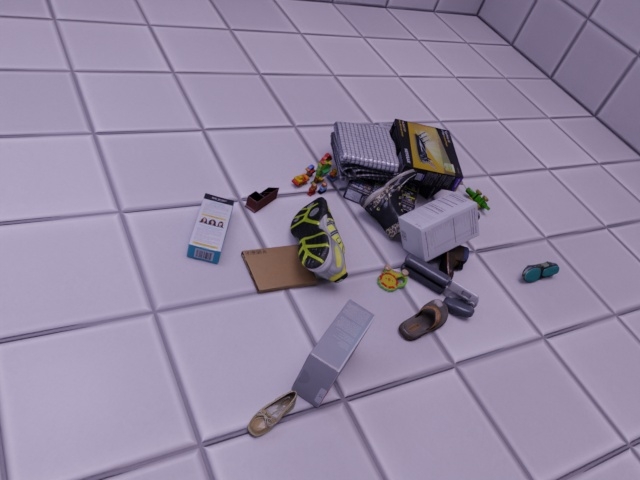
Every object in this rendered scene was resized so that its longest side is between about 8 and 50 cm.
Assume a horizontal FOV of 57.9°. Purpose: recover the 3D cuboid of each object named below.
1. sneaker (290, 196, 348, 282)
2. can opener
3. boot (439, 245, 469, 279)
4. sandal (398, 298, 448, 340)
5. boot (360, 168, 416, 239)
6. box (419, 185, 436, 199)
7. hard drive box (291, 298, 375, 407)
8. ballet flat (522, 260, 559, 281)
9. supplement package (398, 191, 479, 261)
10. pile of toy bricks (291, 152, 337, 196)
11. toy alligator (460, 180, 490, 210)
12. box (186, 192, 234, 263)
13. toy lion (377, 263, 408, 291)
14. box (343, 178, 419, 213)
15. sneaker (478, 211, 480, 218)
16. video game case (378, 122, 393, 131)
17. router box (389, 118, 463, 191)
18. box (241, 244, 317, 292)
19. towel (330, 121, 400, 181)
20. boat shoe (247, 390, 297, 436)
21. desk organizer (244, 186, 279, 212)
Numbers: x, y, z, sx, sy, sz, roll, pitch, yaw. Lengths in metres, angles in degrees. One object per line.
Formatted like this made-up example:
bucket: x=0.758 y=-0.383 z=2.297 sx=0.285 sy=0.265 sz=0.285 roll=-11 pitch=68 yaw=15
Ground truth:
sneaker: x=0.000 y=0.000 z=1.897 sx=0.147 sy=0.145 sz=0.384 roll=46 pitch=23 yaw=-30
can opener: x=0.391 y=0.153 z=1.920 sx=0.283 sy=0.076 sz=0.095 roll=31 pitch=42 yaw=12
boot: x=0.478 y=0.072 z=2.036 sx=0.106 sy=0.082 sz=0.219 roll=15 pitch=40 yaw=-4
sandal: x=0.331 y=0.240 z=1.815 sx=0.219 sy=0.060 sz=0.090 roll=-20 pitch=57 yaw=-37
boot: x=0.285 y=-0.132 z=2.092 sx=0.236 sy=0.085 sz=0.178 roll=-35 pitch=82 yaw=-9
box: x=0.413 y=-0.286 z=2.359 sx=0.207 sy=0.108 sz=0.153 roll=40 pitch=45 yaw=18
hard drive box: x=0.035 y=0.298 z=1.541 sx=0.089 sy=0.181 sz=0.232 roll=33 pitch=44 yaw=10
ballet flat: x=0.803 y=0.113 z=2.156 sx=0.188 sy=0.070 sz=0.070 roll=-4 pitch=48 yaw=-29
supplement package: x=0.415 y=-0.050 z=2.019 sx=0.244 sy=0.139 sz=0.134 roll=-24 pitch=31 yaw=-19
pile of toy bricks: x=0.001 y=-0.258 z=2.159 sx=0.118 sy=0.105 sz=0.212 roll=40 pitch=45 yaw=19
toy alligator: x=0.637 y=-0.184 z=2.395 sx=0.189 sy=0.056 sz=0.051 roll=50 pitch=7 yaw=29
box: x=-0.344 y=-0.041 z=1.822 sx=0.101 sy=0.060 sz=0.244 roll=15 pitch=42 yaw=-9
toy lion: x=0.239 y=0.131 z=1.915 sx=0.100 sy=0.034 sz=0.096 roll=16 pitch=49 yaw=-7
box: x=0.241 y=-0.196 z=2.231 sx=0.270 sy=0.060 sz=0.216 roll=22 pitch=41 yaw=-1
sneaker: x=0.539 y=-0.046 z=2.189 sx=0.215 sy=0.084 sz=0.083 roll=-31 pitch=62 yaw=-30
video game case: x=0.376 y=-0.458 z=2.587 sx=0.201 sy=0.023 sz=0.183 roll=1 pitch=46 yaw=-23
router box: x=0.408 y=-0.338 z=2.270 sx=0.243 sy=0.081 sz=0.308 roll=10 pitch=45 yaw=-13
box: x=-0.129 y=0.085 z=1.811 sx=0.201 sy=0.021 sz=0.164 roll=-6 pitch=49 yaw=-28
towel: x=0.167 y=-0.333 z=2.211 sx=0.235 sy=0.121 sz=0.283 roll=7 pitch=41 yaw=-14
boat shoe: x=-0.118 y=0.427 z=1.440 sx=0.153 sy=0.048 sz=0.056 roll=-25 pitch=60 yaw=-40
desk organizer: x=-0.201 y=-0.151 z=2.003 sx=0.047 sy=0.050 sz=0.130 roll=35 pitch=43 yaw=14
